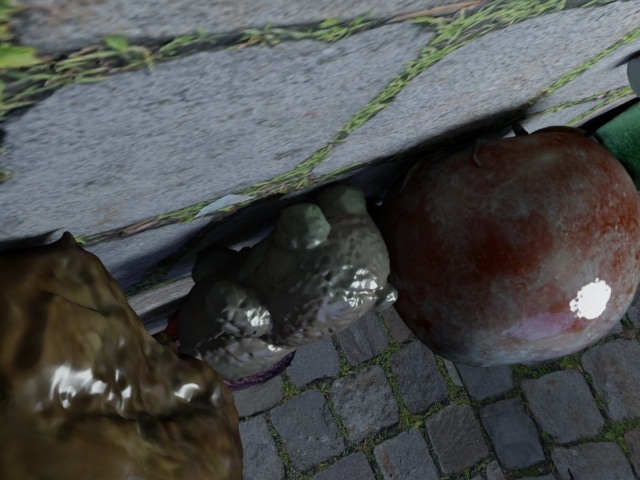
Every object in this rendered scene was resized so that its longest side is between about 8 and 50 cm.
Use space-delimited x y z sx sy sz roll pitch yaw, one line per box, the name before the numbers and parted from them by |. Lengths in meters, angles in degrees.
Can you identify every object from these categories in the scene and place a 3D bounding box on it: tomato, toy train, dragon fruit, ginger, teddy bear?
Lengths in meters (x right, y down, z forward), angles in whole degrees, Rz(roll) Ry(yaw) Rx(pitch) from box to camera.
tomato | 0.222 0.005 0.966 0.316 0.283 0.317 -12 171 -2
toy train | 0.485 -0.126 1.367 0.238 0.167 0.299 -35 173 8
dragon fruit | -0.158 0.135 1.306 0.223 0.148 0.219 -15 142 -1
ginger | -0.209 0.143 0.572 0.223 0.269 0.200 -33 -160 12
teddy bear | -0.047 0.053 0.886 0.267 0.151 0.236 -26 -179 36

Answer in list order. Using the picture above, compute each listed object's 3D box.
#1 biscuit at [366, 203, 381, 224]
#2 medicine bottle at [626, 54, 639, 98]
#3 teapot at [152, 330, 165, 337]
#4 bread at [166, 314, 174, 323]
biscuit | 0.000 0.000 1.126 0.212 0.036 0.212 -22 173 -3
medicine bottle | 0.406 -0.200 0.898 0.117 0.055 0.074 -23 175 -5
teapot | -0.288 0.239 1.622 0.193 0.130 0.294 -28 174 29
bread | -0.206 0.158 1.453 0.105 0.077 0.152 -27 171 -8
